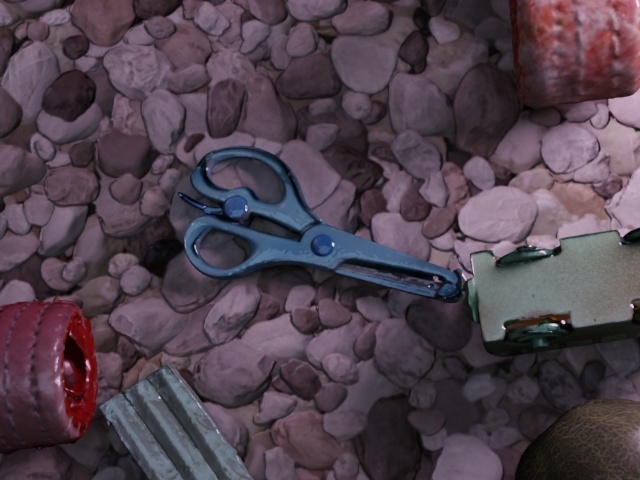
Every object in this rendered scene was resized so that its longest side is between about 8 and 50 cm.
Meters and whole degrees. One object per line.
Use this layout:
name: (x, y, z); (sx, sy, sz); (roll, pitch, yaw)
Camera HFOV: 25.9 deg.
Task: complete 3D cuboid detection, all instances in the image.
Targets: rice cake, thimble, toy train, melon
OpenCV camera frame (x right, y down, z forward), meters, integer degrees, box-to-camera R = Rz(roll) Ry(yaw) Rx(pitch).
rice cake: (-0.174, 0.265, 1.739); (0.124, 0.038, 0.211); (-32, 78, 0)
thimble: (0.313, -0.287, 1.696); (0.162, 0.239, 0.239); (-3, 79, 6)
toy train: (0.336, 0.059, 1.661); (0.326, 0.159, 0.129); (-10, 76, 8)
melon: (0.362, 0.321, 1.565); (0.237, 0.237, 0.301); (-44, 81, -3)
thimble: (-0.353, 0.170, 1.707); (0.125, 0.163, 0.189); (-7, 36, 6)

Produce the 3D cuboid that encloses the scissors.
scissors: (0.000, 0.000, 1.772); (0.393, 0.032, 0.180); (18, 82, 11)
